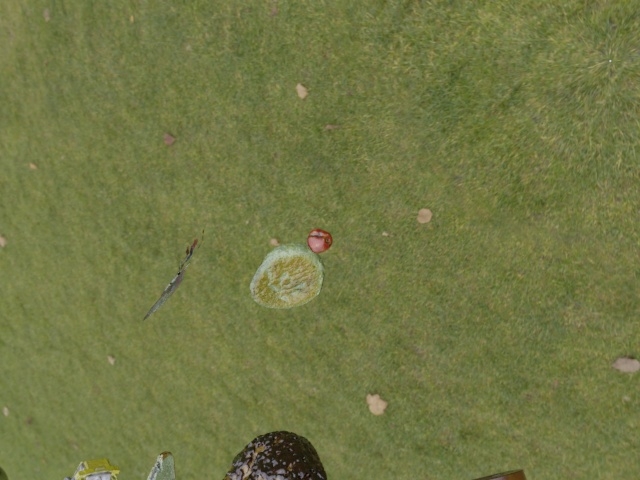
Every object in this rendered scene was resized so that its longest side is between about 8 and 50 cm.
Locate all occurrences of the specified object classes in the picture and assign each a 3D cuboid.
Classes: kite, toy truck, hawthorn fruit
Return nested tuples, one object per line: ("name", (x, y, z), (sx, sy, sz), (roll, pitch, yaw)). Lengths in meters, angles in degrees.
("kite", (-0.475, 0.121, 1.536), (0.022, 0.204, 0.360), (36, 123, -2))
("toy truck", (-0.567, 0.646, 1.092), (0.111, 0.136, 0.286), (37, 104, 45))
("hawthorn fruit", (0.000, 0.000, 1.623), (0.093, 0.093, 0.093), (12, 114, 28))

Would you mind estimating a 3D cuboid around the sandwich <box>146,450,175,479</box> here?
("sandwich", (-0.515, 0.745, 1.511), (0.035, 0.093, 0.105), (0, 91, 32))

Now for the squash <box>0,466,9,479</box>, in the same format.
("squash", (-0.524, 0.301, 0.605), (0.083, 0.083, 0.250), (-9, 134, 34))

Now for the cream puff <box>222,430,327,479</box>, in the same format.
("cream puff", (-0.080, 0.447, 0.777), (0.239, 0.164, 0.239), (-1, 89, 62))

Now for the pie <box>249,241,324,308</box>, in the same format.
("pie", (-0.126, 0.145, 1.781), (0.071, 0.322, 0.324), (58, 137, 48))

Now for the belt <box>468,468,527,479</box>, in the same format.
("belt", (0.386, 0.702, 1.219), (0.338, 0.217, 0.122), (-16, 63, 4))
